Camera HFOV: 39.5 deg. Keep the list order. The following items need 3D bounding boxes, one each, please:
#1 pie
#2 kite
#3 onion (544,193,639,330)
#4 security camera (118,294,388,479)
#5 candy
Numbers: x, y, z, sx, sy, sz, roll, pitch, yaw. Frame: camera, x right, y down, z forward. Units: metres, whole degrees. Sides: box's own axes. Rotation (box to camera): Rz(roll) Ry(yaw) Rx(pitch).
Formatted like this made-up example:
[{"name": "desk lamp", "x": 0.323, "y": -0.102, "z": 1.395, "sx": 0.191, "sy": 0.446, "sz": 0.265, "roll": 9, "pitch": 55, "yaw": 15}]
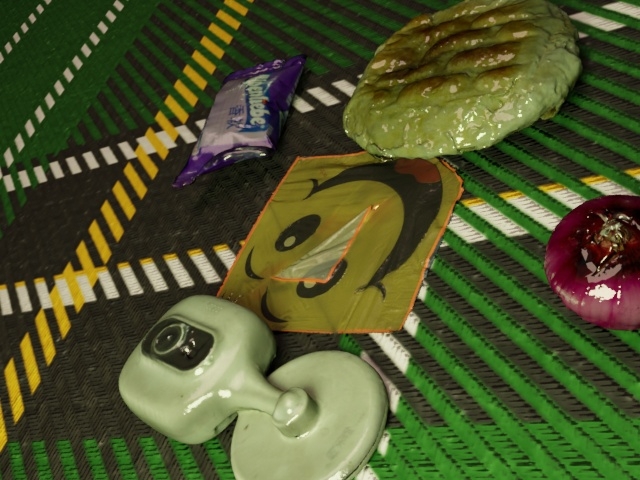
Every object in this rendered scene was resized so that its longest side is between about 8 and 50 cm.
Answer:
[{"name": "pie", "x": 0.154, "y": -0.191, "z": 1.023, "sx": 0.306, "sy": 0.071, "sz": 0.306, "roll": -22, "pitch": 32, "yaw": 14}, {"name": "kite", "x": 0.001, "y": 0.002, "z": 0.986, "sx": 0.327, "sy": 0.013, "sz": 0.377, "roll": -36, "pitch": 36, "yaw": 1}, {"name": "onion", "x": 0.233, "y": 0.012, "z": 0.700, "sx": 0.115, "sy": 0.104, "sz": 0.115, "roll": -11, "pitch": 60, "yaw": 19}, {"name": "security camera", "x": -0.071, "y": 0.139, "z": 0.836, "sx": 0.301, "sy": 0.080, "sz": 0.157, "roll": 15, "pitch": 58, "yaw": 45}, {"name": "candy", "x": -0.105, "y": -0.170, "z": 1.227, "sx": 0.145, "sy": 0.070, "sz": 0.275, "roll": -10, "pitch": 38, "yaw": 22}]
